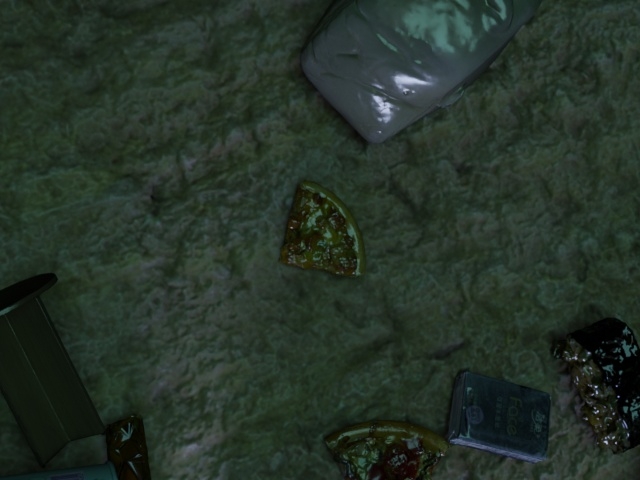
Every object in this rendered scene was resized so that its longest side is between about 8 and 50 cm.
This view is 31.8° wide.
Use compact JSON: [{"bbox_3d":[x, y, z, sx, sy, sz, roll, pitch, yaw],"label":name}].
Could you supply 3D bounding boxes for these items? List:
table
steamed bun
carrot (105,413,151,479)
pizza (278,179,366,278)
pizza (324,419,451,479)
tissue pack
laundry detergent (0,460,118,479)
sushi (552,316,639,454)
[{"bbox_3d":[-0.393,0.182,1.543,0.167,0.167,0.226,-27,103,-16],"label":"table"},{"bbox_3d":[0.166,-0.340,1.683,0.383,0.236,0.247,-42,97,-15],"label":"steamed bun"},{"bbox_3d":[-0.267,0.363,1.608,0.069,0.069,0.228,-8,88,-16],"label":"carrot"},{"bbox_3d":[0.001,0.000,1.712,0.134,0.046,0.175,-43,99,-14],"label":"pizza"},{"bbox_3d":[0.111,0.370,1.717,0.201,0.053,0.193,-4,87,-17],"label":"pizza"},{"bbox_3d":[0.283,0.278,1.766,0.156,0.051,0.112,16,66,-14],"label":"tissue pack"},{"bbox_3d":[-0.408,0.443,1.443,0.305,0.287,0.287,-4,88,-16],"label":"laundry detergent"},{"bbox_3d":[0.469,0.234,1.782,0.115,0.147,0.212,-25,97,-17],"label":"sushi"}]
